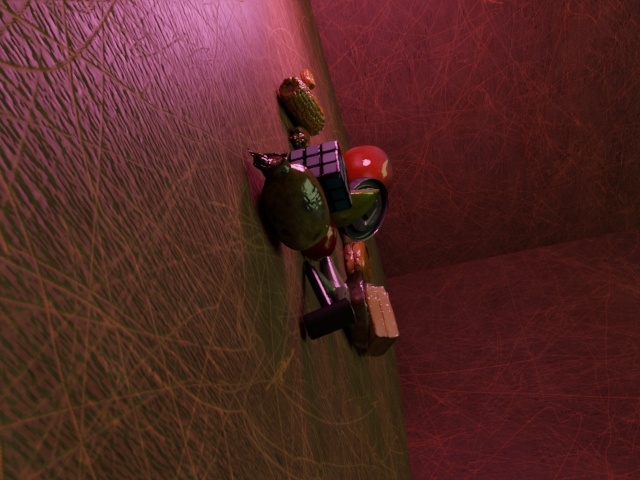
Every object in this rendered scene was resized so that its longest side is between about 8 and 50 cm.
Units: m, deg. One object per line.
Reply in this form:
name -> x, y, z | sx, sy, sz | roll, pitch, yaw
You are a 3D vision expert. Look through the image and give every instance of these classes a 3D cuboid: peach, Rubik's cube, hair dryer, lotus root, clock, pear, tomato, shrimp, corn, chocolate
peach -> -0.011, -0.024, 1.281 | 0.118, 0.151, 0.152 | 15, -50, 51
Rubik's cube -> 0.000, -0.186, 1.348 | 0.162, 0.160, 0.163 | 66, 17, -48
hair dryer -> 0.016, 0.111, 1.394 | 0.225, 0.088, 0.219 | 54, 14, -27
lotus root -> -0.066, -0.100, 0.994 | 0.154, 0.153, 0.278 | -86, 155, -56
clock -> 0.202, -0.151, 2.080 | 0.061, 0.312, 0.313 | 25, -35, 44
pear -> 0.111, -0.130, 1.640 | 0.288, 0.238, 0.139 | -42, 118, -76
tomato -> 0.232, -0.344, 2.274 | 0.321, 0.320, 0.322 | -12, 90, -79
shrimp -> -0.062, -0.333, 1.499 | 0.217, 0.051, 0.115 | -23, 102, -81
hair dryer -> -0.013, 0.146, 1.167 | 0.256, 0.128, 0.070 | -122, -167, -47
corn -> -0.057, -0.461, 1.512 | 0.318, 0.115, 0.115 | 38, 41, -73
chocolate -> 0.133, 0.270, 1.658 | 0.185, 0.100, 0.304 | -100, 180, -45

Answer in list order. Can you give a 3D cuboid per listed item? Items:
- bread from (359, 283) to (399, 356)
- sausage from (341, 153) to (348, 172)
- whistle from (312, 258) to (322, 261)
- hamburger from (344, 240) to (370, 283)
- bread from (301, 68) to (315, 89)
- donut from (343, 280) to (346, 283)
bread -> 0.224, 0.340, 1.839 | 0.239, 0.110, 0.246 | 108, -22, -54
sausage -> 0.075, -0.283, 1.980 | 0.112, 0.111, 0.329 | 66, 16, -46
whistle -> 0.000, 0.000, 1.412 | 0.198, 0.057, 0.104 | -85, 159, -60
hamburger -> 0.173, 0.105, 2.059 | 0.213, 0.107, 0.214 | -9, 90, -76
bread -> -0.057, -0.723, 1.955 | 0.110, 0.044, 0.083 | -19, 95, -76
donut -> 0.119, 0.218, 1.803 | 0.097, 0.043, 0.108 | -48, 126, -77
